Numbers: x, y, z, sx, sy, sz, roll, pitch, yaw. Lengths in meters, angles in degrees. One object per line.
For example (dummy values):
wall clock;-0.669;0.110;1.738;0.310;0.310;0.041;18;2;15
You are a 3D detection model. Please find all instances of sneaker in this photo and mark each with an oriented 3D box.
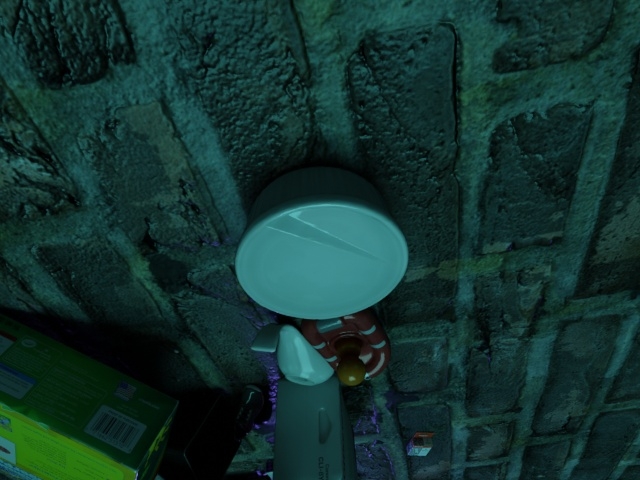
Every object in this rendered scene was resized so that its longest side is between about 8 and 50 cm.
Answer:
sneaker;-0.197;0.474;1.334;0.089;0.051;0.170;14;135;-22
sneaker;-0.186;0.443;1.260;0.061;0.065;0.157;15;107;7

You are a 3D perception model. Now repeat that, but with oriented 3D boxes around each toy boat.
toy boat;0.061;0.232;1.036;0.151;0.151;0.231;-21;133;17

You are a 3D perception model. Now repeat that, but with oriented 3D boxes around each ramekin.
ramekin;0.000;0.000;0.814;0.273;0.127;0.272;-2;136;-2

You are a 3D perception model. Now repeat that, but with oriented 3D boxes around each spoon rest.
spoon rest;-0.058;0.252;1.103;0.138;0.084;0.276;0;149;23

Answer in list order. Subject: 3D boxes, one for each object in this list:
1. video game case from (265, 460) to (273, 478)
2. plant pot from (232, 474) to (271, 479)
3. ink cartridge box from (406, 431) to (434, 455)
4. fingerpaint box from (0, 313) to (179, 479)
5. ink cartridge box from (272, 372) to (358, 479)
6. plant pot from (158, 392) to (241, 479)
video game case;-0.040;0.771;1.655;0.232;0.041;0.210;-13;137;8
plant pot;-0.242;0.876;1.675;0.165;0.166;0.166;-18;134;2
ink cartridge box;0.314;0.637;1.554;0.063;0.029;0.115;4;135;-8
fingerpaint box;-0.551;0.383;1.043;0.445;0.163;0.371;26;131;1
ink cartridge box;-0.001;0.554;1.272;0.161;0.279;0.384;-8;135;6
plant pot;-0.334;0.508;1.254;0.167;0.187;0.187;0;120;21
